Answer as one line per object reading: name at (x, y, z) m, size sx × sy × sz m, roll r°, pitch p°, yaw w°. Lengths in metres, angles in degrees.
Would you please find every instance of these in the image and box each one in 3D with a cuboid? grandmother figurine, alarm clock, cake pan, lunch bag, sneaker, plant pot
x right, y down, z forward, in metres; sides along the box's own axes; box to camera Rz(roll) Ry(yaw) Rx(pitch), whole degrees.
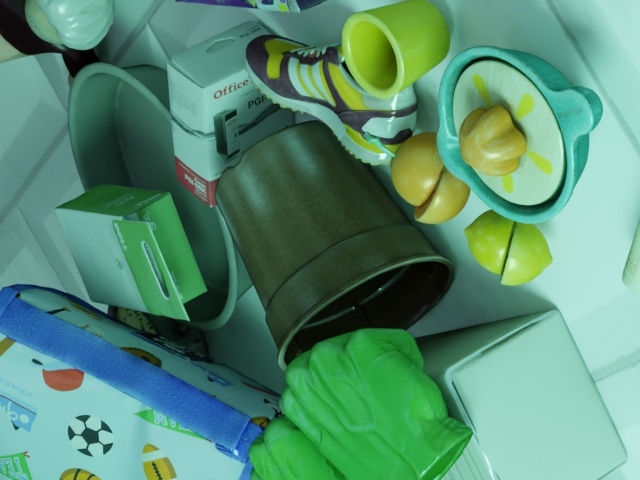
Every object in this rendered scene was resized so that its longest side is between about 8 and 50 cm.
grandmother figurine at (-0.306, -0.224, 2.020) m, size 0.208 × 0.104 × 0.342 m, roll 36°, pitch 162°, yaw -25°
alarm clock at (-0.165, 0.103, 2.131) m, size 0.129 × 0.064 × 0.192 m, roll 63°, pitch 155°, yaw -2°
cake pan at (-0.153, -0.051, 1.979) m, size 0.293 × 0.054 × 0.293 m, roll 41°, pitch 146°, yaw 35°
lunch bag at (-0.184, 0.219, 2.004) m, size 0.327 × 0.239 × 0.385 m, roll 25°, pitch 149°, yaw 13°
sneaker at (0.012, -0.139, 1.613) m, size 0.185 × 0.069 × 0.084 m, roll 35°, pitch 134°, yaw 32°
plant pot at (0.000, 0.000, 1.661) m, size 0.165 × 0.167 × 0.167 m, roll 58°, pitch 153°, yaw 22°

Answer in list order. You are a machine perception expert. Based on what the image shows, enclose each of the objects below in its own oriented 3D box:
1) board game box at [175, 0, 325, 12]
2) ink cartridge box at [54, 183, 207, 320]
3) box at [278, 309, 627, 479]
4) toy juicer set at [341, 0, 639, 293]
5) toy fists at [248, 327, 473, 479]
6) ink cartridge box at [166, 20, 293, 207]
board game box at (-0.105, -0.360, 1.625) m, size 0.208 × 0.056 × 0.347 m, roll 19°, pitch 131°, yaw 59°
ink cartridge box at (-0.176, 0.010, 1.945) m, size 0.209 × 0.062 × 0.109 m, roll 7°, pitch 121°, yaw 57°
box at (0.102, 0.160, 1.659) m, size 0.311 × 0.121 × 0.148 m, roll -15°, pitch 101°, yaw 62°
toy juicer set at (0.143, -0.045, 1.423) m, size 0.329 × 0.089 × 0.209 m, roll 24°, pitch 131°, yaw 44°
toy fists at (0.025, 0.166, 1.566) m, size 0.142 × 0.096 × 0.279 m, roll 44°, pitch 147°, yaw 14°
ink cartridge box at (-0.077, -0.111, 1.743) m, size 0.056 × 0.099 × 0.135 m, roll 39°, pitch 146°, yaw 37°
